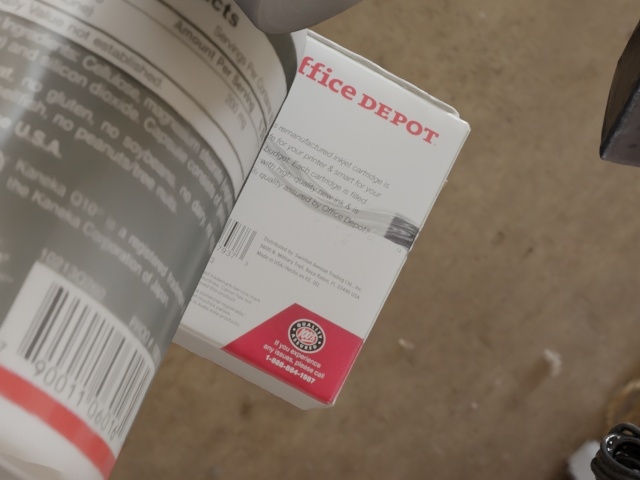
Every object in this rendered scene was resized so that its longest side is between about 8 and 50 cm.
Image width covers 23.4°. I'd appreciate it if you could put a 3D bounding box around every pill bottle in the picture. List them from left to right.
[{"bbox_3d":[-0.103,-0.052,0.591,0.161,0.161,0.283,52,55,-49],"label":"pill bottle"}]

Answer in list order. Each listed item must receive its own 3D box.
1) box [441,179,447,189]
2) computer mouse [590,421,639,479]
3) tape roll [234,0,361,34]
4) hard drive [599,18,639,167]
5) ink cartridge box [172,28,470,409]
[{"bbox_3d":[0.000,0.000,1.377,0.036,0.136,0.225,17,110,-52],"label":"box"},{"bbox_3d":[0.292,0.101,0.819,0.262,0.184,0.060,-18,120,-21],"label":"computer mouse"},{"bbox_3d":[0.044,-0.159,0.469,0.219,0.072,0.219,-39,176,-3],"label":"tape roll"},{"bbox_3d":[0.245,-0.082,0.573,0.255,0.054,0.172,4,146,-9],"label":"hard drive"},{"bbox_3d":[-0.014,-0.012,0.723,0.150,0.109,0.063,-63,-175,-13],"label":"ink cartridge box"}]
